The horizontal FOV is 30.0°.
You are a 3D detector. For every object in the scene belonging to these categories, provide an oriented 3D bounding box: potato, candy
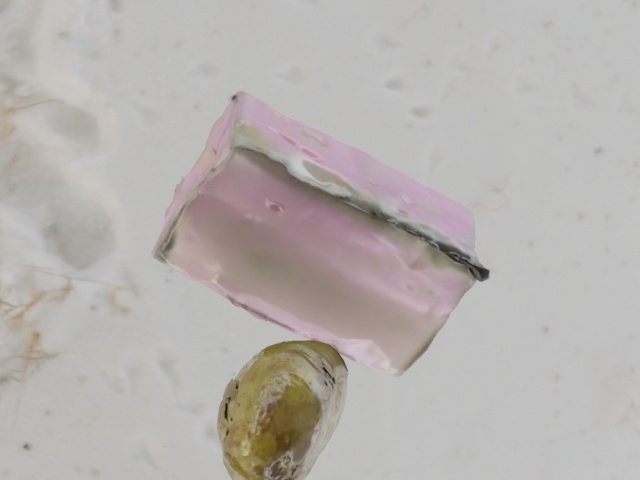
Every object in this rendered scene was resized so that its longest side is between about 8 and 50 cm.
[{"bbox_3d":[-0.027,0.120,0.831,0.080,0.170,0.107,31,104,8],"label":"potato"},{"bbox_3d":[0.000,0.000,1.056,0.265,0.116,0.155,25,119,-16],"label":"candy"}]
